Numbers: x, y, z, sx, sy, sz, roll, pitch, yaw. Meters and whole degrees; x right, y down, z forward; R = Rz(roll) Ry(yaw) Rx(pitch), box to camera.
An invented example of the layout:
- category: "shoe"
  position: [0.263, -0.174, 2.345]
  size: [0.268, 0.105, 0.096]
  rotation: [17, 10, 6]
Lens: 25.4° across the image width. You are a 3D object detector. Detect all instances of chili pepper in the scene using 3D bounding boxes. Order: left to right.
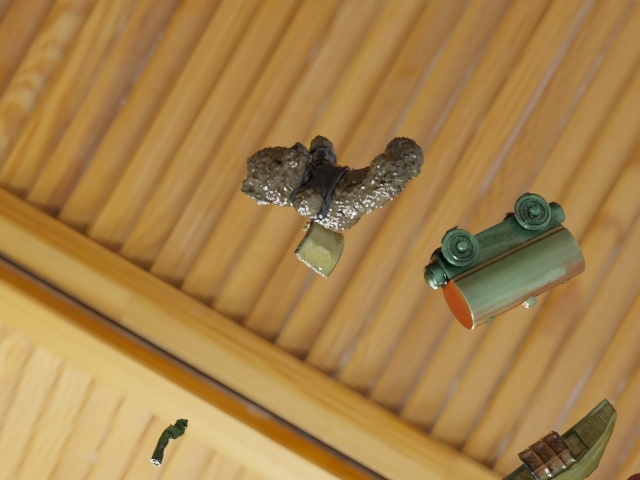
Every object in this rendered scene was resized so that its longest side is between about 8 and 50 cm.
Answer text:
- category: "chili pepper"
  position: [-0.204, 0.267, 1.915]
  size: [0.083, 0.027, 0.022]
  rotation: [-54, -168, -33]

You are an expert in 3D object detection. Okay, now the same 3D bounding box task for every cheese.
- category: "cheese"
  position: [0.001, -0.001, 1.815]
  size: [0.041, 0.060, 0.084]
  rotation: [-46, -160, 31]

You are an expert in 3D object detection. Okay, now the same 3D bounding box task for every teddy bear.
- category: "teddy bear"
  position: [0.016, -0.077, 2.022]
  size: [0.182, 0.251, 0.129]
  rotation: [-58, 149, -69]

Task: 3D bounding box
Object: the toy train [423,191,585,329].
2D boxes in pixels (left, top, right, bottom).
- category: "toy train"
  position: [0.318, 0.038, 2.422]
  size: [0.285, 0.177, 0.116]
  rotation: [-25, 165, -20]

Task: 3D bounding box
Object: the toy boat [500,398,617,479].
- category: "toy boat"
  position: [0.286, 0.257, 1.699]
  size: [0.172, 0.066, 0.065]
  rotation: [-36, -153, 3]

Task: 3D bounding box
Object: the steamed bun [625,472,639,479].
- category: "steamed bun"
  position: [0.458, 0.383, 1.649]
  size: [0.309, 0.309, 0.309]
  rotation: [-60, 178, -3]
